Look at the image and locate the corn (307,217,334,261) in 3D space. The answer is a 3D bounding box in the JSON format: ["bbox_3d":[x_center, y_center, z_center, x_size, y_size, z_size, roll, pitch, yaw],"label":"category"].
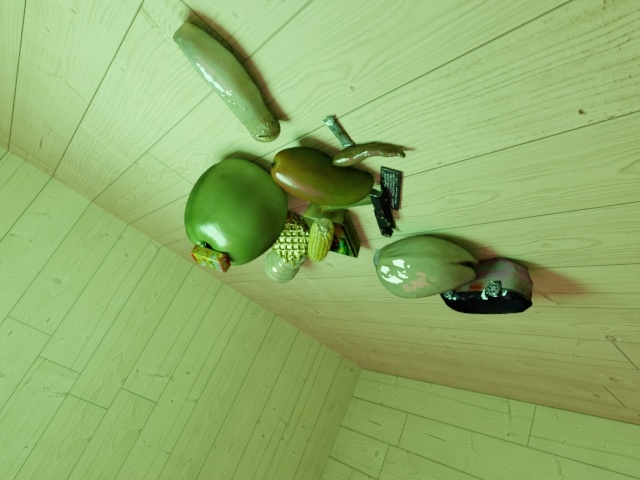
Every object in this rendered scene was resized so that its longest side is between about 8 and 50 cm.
[{"bbox_3d":[0.000,0.000,1.562,0.081,0.081,0.248,23,155,5],"label":"corn"}]

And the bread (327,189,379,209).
[{"bbox_3d":[0.101,-0.122,1.364,0.140,0.084,0.074,21,156,9],"label":"bread"}]

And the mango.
[{"bbox_3d":[0.000,-0.173,1.273,0.289,0.146,0.129,24,162,-1],"label":"mango"}]

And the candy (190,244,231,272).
[{"bbox_3d":[-0.353,0.059,1.438,0.122,0.038,0.062,16,147,21],"label":"candy"}]

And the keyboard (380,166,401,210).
[{"bbox_3d":[0.203,-0.147,1.302,0.064,0.010,0.198,20,157,17],"label":"keyboard"}]

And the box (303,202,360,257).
[{"bbox_3d":[0.049,-0.034,1.626,0.160,0.071,0.240,12,153,25],"label":"box"}]

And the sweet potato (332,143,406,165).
[{"bbox_3d":[0.123,-0.226,1.167,0.215,0.050,0.050,-2,146,36],"label":"sweet potato"}]

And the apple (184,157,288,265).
[{"bbox_3d":[-0.285,-0.092,1.524,0.358,0.357,0.357,21,157,9],"label":"apple"}]

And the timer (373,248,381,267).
[{"bbox_3d":[0.305,0.107,1.679,0.209,0.069,0.190,10,150,34],"label":"timer"}]

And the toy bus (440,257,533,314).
[{"bbox_3d":[0.529,0.151,1.440,0.128,0.147,0.303,30,155,-24],"label":"toy bus"}]

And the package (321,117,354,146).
[{"bbox_3d":[0.046,-0.281,1.163,0.037,0.015,0.110,-3,147,39],"label":"package"}]

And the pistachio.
[{"bbox_3d":[0.333,0.088,1.438,0.332,0.207,0.226,-6,150,31],"label":"pistachio"}]

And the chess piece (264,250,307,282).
[{"bbox_3d":[-0.134,0.068,1.934,0.167,0.166,0.299,29,152,-8],"label":"chess piece"}]

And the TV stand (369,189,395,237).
[{"bbox_3d":[0.194,-0.082,1.389,0.036,0.042,0.249,22,162,26],"label":"TV stand"}]

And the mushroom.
[{"bbox_3d":[-0.224,-0.384,1.120,0.123,0.095,0.351,27,164,47],"label":"mushroom"}]

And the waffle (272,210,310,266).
[{"bbox_3d":[-0.114,-0.014,1.739,0.193,0.070,0.197,33,114,7],"label":"waffle"}]
